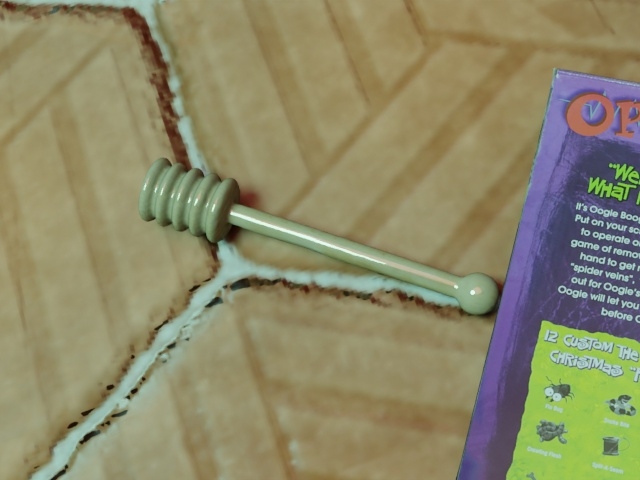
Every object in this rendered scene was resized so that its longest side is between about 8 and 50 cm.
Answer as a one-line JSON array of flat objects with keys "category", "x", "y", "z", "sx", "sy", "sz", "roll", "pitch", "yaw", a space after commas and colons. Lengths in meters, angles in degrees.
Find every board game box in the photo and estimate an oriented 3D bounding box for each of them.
[{"category": "board game box", "x": 0.238, "y": 0.060, "z": 0.482, "sx": 0.347, "sy": 0.056, "sz": 0.208, "roll": 13, "pitch": 73, "yaw": 13}]

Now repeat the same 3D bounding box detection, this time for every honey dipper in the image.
[{"category": "honey dipper", "x": 0.000, "y": 0.000, "z": 0.552, "sx": 0.161, "sy": 0.030, "sz": 0.030, "roll": 17, "pitch": 70, "yaw": 11}]
